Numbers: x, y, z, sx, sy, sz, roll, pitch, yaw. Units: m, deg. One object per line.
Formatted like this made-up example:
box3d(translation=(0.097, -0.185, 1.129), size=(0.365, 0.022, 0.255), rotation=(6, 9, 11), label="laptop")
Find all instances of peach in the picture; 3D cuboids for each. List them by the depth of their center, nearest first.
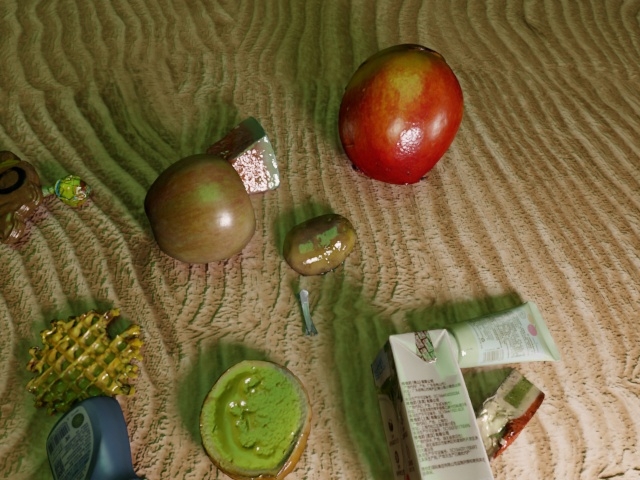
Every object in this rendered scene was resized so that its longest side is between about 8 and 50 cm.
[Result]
box3d(translation=(0.219, -0.330, 1.149), size=(0.370, 0.370, 0.370), rotation=(2, 58, -3), label="peach")

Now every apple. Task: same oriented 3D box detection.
box3d(translation=(-0.283, -0.070, 0.987), size=(0.233, 0.257, 0.257), rotation=(-19, 61, -13), label="apple")

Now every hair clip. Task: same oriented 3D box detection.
box3d(translation=(-0.033, 0.168, 0.982), size=(0.030, 0.039, 0.115), rotation=(-13, 62, -6), label="hair clip")

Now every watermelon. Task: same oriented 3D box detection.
box3d(translation=(-0.248, -0.207, 1.168), size=(0.256, 0.140, 0.193), rotation=(-27, 55, -11), label="watermelon")

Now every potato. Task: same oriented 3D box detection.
box3d(translation=(0.000, 0.000, 1.066), size=(0.200, 0.081, 0.164), rotation=(-30, 66, -18), label="potato")

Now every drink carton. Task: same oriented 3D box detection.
box3d(translation=(0.202, 0.357, 0.788), size=(0.132, 0.194, 0.325), rotation=(-5, 58, -9), label="drink carton")

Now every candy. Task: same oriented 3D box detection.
box3d(translation=(-0.741, -0.135, 1.109), size=(0.262, 0.073, 0.077), rotation=(3, 80, 5), label="candy")

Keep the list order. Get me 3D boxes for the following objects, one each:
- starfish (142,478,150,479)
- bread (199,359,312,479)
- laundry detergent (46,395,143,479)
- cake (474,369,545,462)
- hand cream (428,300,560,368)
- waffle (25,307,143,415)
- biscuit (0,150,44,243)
box3d(translation=(-0.304, 0.540, 0.730), size=(0.216, 0.050, 0.223), rotation=(-16, 55, -5), label="starfish")
box3d(translation=(-0.126, 0.357, 0.837), size=(0.236, 0.070, 0.236), rotation=(3, 57, -4), label="bread")
box3d(translation=(-0.375, 0.420, 0.720), size=(0.143, 0.094, 0.290), rotation=(-44, 55, -1), label="laundry detergent")
box3d(translation=(0.388, 0.343, 0.857), size=(0.220, 0.117, 0.086), rotation=(-35, 60, -22), label="cake")
box3d(translation=(0.384, 0.223, 0.947), size=(0.305, 0.093, 0.147), rotation=(-7, 60, -11), label="hand cream")
box3d(translation=(-0.499, 0.252, 0.888), size=(0.231, 0.051, 0.229), rotation=(-8, 62, -8), label="waffle")
box3d(translation=(-0.817, -0.112, 1.064), size=(0.208, 0.041, 0.290), rotation=(-32, 66, -1), label="biscuit")
